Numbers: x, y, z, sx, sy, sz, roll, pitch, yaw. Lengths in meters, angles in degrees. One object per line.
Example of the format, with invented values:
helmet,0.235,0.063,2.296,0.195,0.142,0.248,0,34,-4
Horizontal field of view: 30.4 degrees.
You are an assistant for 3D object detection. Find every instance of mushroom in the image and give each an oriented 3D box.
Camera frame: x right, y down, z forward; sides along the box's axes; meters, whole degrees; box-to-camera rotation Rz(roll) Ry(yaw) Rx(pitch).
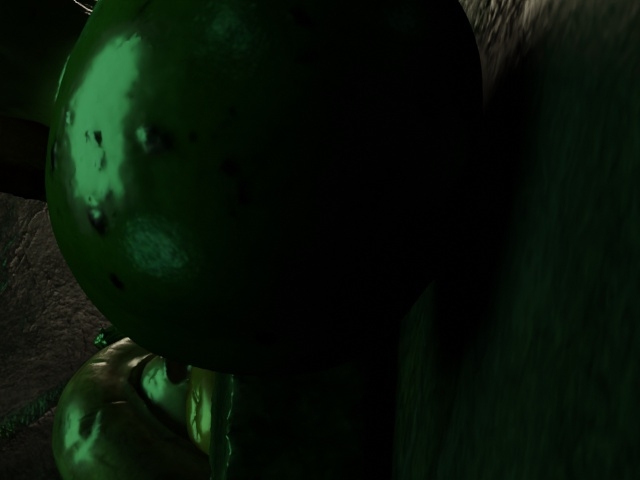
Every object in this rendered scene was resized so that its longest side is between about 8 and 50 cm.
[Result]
mushroom,-0.121,0.184,1.078,0.184,0.254,0.255,-47,21,27

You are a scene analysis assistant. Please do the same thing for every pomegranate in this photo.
pomegranate,-0.049,-0.048,0.460,0.187,0.225,0.187,21,-90,-86

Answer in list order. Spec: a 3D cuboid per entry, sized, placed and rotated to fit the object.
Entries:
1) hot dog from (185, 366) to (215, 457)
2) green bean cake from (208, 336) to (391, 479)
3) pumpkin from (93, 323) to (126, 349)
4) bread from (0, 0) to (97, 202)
hot dog,-0.041,0.078,1.009,0.100,0.135,0.337,-30,31,22
green bean cake,-0.020,0.111,0.656,0.183,0.094,0.185,103,174,-50
pumpkin,-0.138,0.139,1.355,0.248,0.247,0.248,-171,90,-87
bread,-0.117,-0.114,0.803,0.295,0.327,0.114,-124,44,-54
